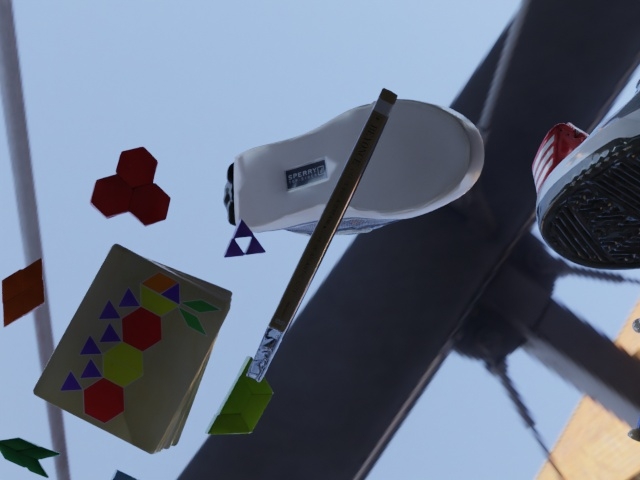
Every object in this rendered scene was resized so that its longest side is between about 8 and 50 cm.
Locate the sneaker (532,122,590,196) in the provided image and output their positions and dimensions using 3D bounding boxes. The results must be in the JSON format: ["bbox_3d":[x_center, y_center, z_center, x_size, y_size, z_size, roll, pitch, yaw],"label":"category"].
[{"bbox_3d":[0.358,-0.117,1.600,0.087,0.221,0.128,21,-135,-54],"label":"sneaker"}]

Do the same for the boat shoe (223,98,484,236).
[{"bbox_3d":[0.063,-0.072,1.374,0.158,0.340,0.127,4,-97,-48],"label":"boat shoe"}]

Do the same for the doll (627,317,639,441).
[{"bbox_3d":[0.333,0.102,1.172,0.046,0.189,0.129,6,-165,-26],"label":"doll"}]

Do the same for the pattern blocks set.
[{"bbox_3d":[-0.180,0.102,1.252,0.285,0.026,0.325,37,-103,-8],"label":"pattern blocks set"}]

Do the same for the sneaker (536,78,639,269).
[{"bbox_3d":[0.242,-0.117,0.713,0.124,0.295,0.178,41,-149,-30],"label":"sneaker"}]

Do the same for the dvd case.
[{"bbox_3d":[0.000,0.000,1.041,0.018,0.164,0.221,25,-111,0],"label":"dvd case"}]
